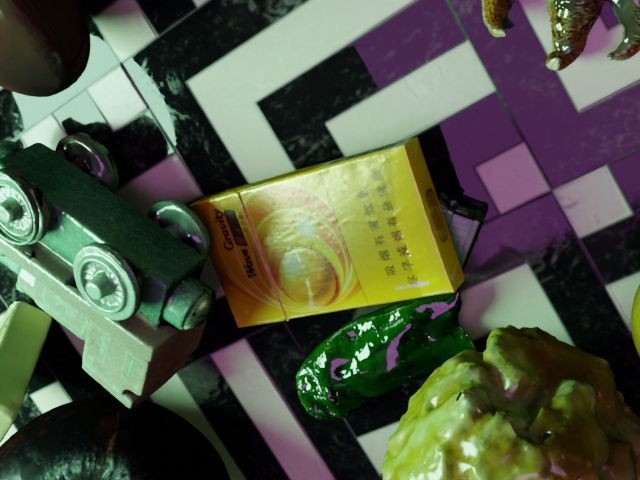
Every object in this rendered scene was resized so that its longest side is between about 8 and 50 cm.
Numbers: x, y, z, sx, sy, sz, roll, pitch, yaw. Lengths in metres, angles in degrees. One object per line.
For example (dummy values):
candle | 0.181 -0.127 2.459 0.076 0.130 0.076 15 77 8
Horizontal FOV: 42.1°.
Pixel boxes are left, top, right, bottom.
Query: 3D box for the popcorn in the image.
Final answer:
popcorn | 0.181 0.237 0.774 0.282 0.282 0.247 47 131 -3

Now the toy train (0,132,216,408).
toy train | -0.253 0.026 0.912 0.304 0.150 0.222 35 131 13

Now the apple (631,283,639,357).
apple | 0.365 0.078 0.720 0.182 0.182 0.155 42 146 -1

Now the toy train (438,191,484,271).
toy train | 0.126 0.000 0.836 0.056 0.038 0.093 21 115 7

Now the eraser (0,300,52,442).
eraser | -0.382 0.168 0.989 0.058 0.172 0.117 30 118 -21

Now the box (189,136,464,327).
box | 0.000 0.000 0.851 0.269 0.043 0.152 -11 104 33

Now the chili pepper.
chili pepper | 0.067 0.123 0.890 0.224 0.061 0.098 -33 97 27

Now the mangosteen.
mangosteen | -0.240 0.328 0.961 0.300 0.300 0.301 6 112 16

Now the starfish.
starfish | 0.223 -0.254 0.677 0.215 0.071 0.238 -10 130 27

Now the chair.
chair | -0.398 -0.183 0.834 0.401 0.226 0.227 -27 100 25
